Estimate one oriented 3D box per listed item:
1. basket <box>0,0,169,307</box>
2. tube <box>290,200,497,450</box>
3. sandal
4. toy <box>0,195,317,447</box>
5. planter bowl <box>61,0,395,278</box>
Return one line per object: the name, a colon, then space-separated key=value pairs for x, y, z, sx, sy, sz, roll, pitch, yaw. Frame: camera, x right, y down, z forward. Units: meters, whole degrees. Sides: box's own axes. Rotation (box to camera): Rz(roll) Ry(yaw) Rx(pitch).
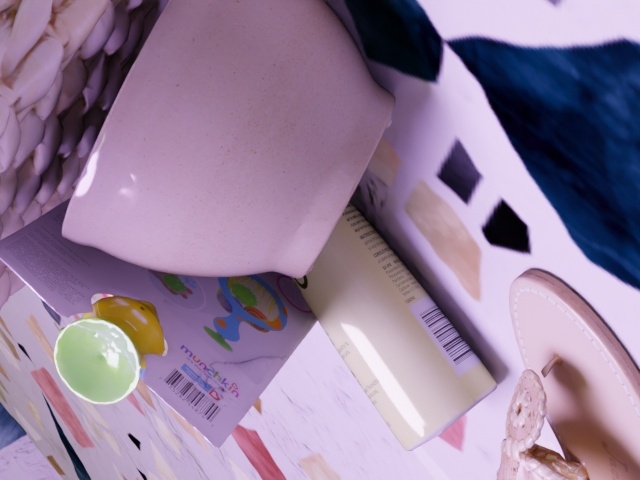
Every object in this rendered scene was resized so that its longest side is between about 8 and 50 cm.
basket: x=-0.240 y=-0.096 z=0.700 sx=0.266 sy=0.328 sz=0.331 roll=35 pitch=159 yaw=0
tube: x=0.000 y=0.000 z=0.778 sx=0.240 sy=0.062 sz=0.070 roll=54 pitch=140 yaw=8
sandal: x=0.120 y=0.134 z=0.690 sx=0.088 sy=0.079 sz=0.240 roll=22 pitch=142 yaw=55
toy: x=-0.078 y=0.028 z=0.756 sx=0.137 sy=0.056 sz=0.237 roll=41 pitch=-160 yaw=0
planter bowl: x=-0.034 y=-0.048 z=0.668 sx=0.109 sy=0.162 sz=0.162 roll=28 pitch=159 yaw=-4
